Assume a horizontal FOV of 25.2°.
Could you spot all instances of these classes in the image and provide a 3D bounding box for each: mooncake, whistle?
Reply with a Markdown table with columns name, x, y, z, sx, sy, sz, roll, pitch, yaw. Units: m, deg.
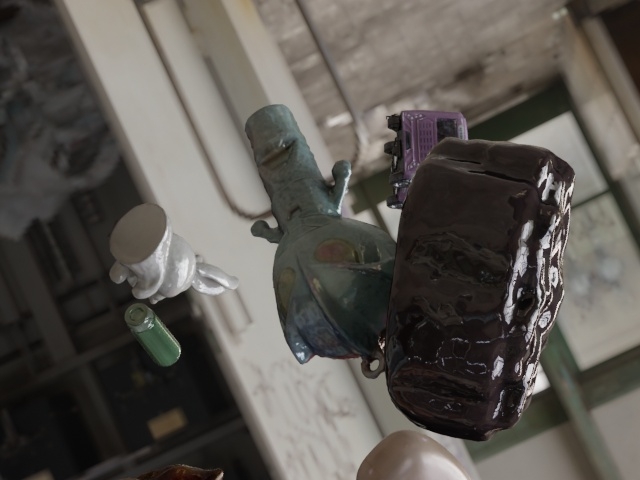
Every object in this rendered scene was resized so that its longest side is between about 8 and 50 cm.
| name | x | y | z | sx | sy | sz | roll | pitch | yaw |
| --- | --- | --- | --- | --- | --- | --- | --- | --- | --- |
| mooncake | 0.154 | 0.045 | 1.320 | 0.141 | 0.283 | 0.283 | 10 | -175 | 15 |
| whistle | 0.000 | 0.001 | 1.476 | 0.134 | 0.346 | 0.142 | 8 | 134 | -35 |

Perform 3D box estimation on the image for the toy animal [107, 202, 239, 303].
| name | x | y | z | sx | sy | sz | roll | pitch | yaw |
| --- | --- | --- | --- | --- | --- | --- | --- | --- | --- |
| toy animal | -0.213 | 0.047 | 2.050 | 0.104 | 0.131 | 0.221 | 10 | 160 | 32 |

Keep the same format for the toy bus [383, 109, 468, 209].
| name | x | y | z | sx | sy | sz | roll | pitch | yaw |
| --- | --- | --- | --- | --- | --- | --- | --- | --- | --- |
| toy bus | 0.141 | -0.106 | 1.903 | 0.108 | 0.096 | 0.199 | -2 | 167 | 0 |

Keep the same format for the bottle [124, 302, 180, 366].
| name | x | y | z | sx | sy | sz | roll | pitch | yaw |
| --- | --- | --- | --- | --- | --- | --- | --- | --- | --- |
| bottle | -0.161 | 0.090 | 1.376 | 0.030 | 0.030 | 0.083 | -26 | 145 | 1 |

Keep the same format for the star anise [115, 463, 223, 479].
| name | x | y | z | sx | sy | sz | roll | pitch | yaw |
| --- | --- | --- | --- | --- | --- | --- | --- | --- | --- |
| star anise | -0.154 | 0.232 | 1.026 | 0.196 | 0.111 | 0.212 | -42 | 133 | 18 |

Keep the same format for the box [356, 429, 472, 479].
| name | x | y | z | sx | sy | sz | roll | pitch | yaw |
| --- | --- | --- | --- | --- | --- | --- | --- | --- | --- |
| box | 0.140 | 0.362 | 2.073 | 0.146 | 0.200 | 0.088 | -47 | -150 | -5 |
